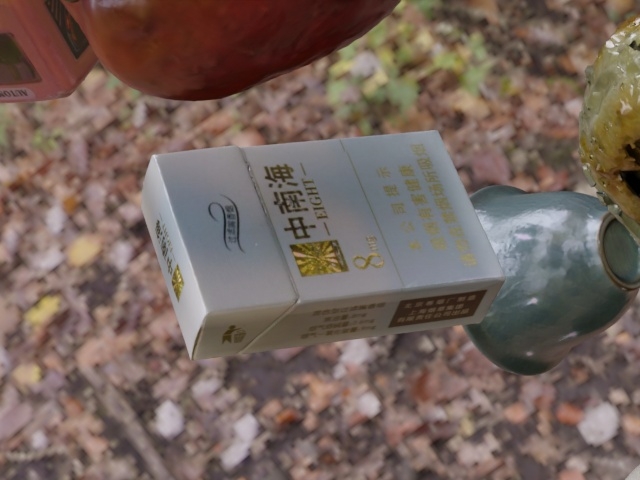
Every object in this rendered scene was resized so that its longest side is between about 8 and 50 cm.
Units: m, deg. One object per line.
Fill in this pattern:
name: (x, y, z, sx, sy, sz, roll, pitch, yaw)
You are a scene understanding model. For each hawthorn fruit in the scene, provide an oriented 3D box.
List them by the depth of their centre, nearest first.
hawthorn fruit: (-0.072, -0.215, 1.033, 0.265, 0.265, 0.307, -5, 31, 39)

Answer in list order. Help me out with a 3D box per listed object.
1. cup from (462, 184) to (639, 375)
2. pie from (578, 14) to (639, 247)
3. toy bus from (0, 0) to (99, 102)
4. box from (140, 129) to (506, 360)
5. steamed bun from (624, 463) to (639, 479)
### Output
cup: (0.245, 0.025, 1.611, 0.150, 0.199, 0.199, -18, 33, 47)
pie: (0.288, -0.044, 1.047, 0.308, 0.308, 0.085, 7, 51, 47)
toy bus: (-0.220, -0.329, 1.465, 0.203, 0.233, 0.427, 3, 47, 36)
box: (0.000, 0.000, 1.236, 0.243, 0.067, 0.155, -7, 53, -23)
steamed bun: (0.455, 0.342, 1.656, 0.334, 0.374, 0.333, -15, 65, 34)
